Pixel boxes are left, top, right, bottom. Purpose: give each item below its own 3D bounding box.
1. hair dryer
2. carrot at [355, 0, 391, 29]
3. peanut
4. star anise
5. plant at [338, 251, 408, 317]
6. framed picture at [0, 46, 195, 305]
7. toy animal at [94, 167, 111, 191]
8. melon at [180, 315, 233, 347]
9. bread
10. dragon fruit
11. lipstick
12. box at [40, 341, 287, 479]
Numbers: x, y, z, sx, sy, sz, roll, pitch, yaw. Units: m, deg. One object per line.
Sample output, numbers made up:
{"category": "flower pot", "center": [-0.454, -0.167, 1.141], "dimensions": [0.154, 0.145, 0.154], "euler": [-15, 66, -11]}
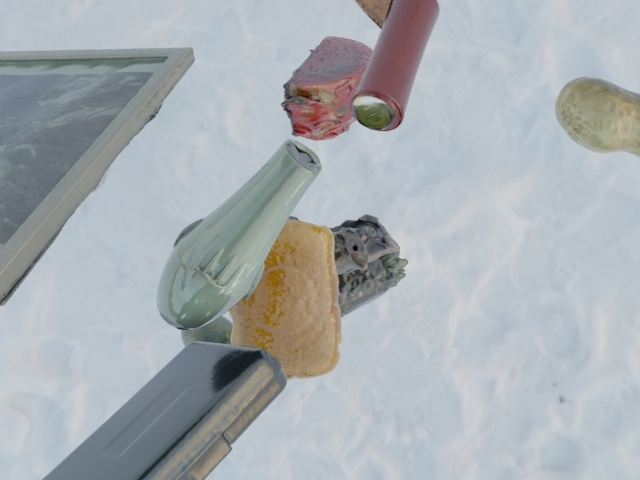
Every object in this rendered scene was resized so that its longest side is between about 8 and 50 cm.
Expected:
{"category": "hair dryer", "center": [-0.058, -0.048, 0.819], "dimensions": [0.092, 0.267, 0.229], "euler": [37, 135, -10]}
{"category": "carrot", "center": [0.085, -0.397, 1.301], "dimensions": [0.059, 0.059, 0.248], "euler": [-49, 64, 13]}
{"category": "peanut", "center": [0.495, -0.186, 1.290], "dimensions": [0.236, 0.120, 0.110], "euler": [25, 116, 9]}
{"category": "star anise", "center": [0.005, 0.001, 1.410], "dimensions": [0.257, 0.198, 0.111], "euler": [6, 92, 19]}
{"category": "plant", "center": [0.078, 0.063, 1.602], "dimensions": [0.194, 0.129, 0.132], "euler": [-31, 83, -24]}
{"category": "framed picture", "center": [-0.228, -0.060, 0.540], "dimensions": [0.208, 0.281, 0.019], "euler": [2, 130, 16]}
{"category": "toy animal", "center": [-0.475, -0.199, 1.595], "dimensions": [0.127, 0.131, 0.181], "euler": [-30, 129, 34]}
{"category": "melon", "center": [-0.236, 0.222, 1.765], "dimensions": [0.167, 0.114, 0.114], "euler": [32, 104, 23]}
{"category": "bread", "center": [-0.054, 0.090, 1.221], "dimensions": [0.174, 0.121, 0.246], "euler": [-1, 89, 5]}
{"category": "dragon fruit", "center": [0.025, -0.275, 1.462], "dimensions": [0.189, 0.262, 0.163], "euler": [-17, 113, 33]}
{"category": "lipstick", "center": [0.110, -0.264, 1.142], "dimensions": [0.080, 0.241, 0.080], "euler": [15, 147, 10]}
{"category": "box", "center": [-0.152, 0.186, 0.755], "dimensions": [0.160, 0.230, 0.050], "euler": [-3, 123, 51]}
